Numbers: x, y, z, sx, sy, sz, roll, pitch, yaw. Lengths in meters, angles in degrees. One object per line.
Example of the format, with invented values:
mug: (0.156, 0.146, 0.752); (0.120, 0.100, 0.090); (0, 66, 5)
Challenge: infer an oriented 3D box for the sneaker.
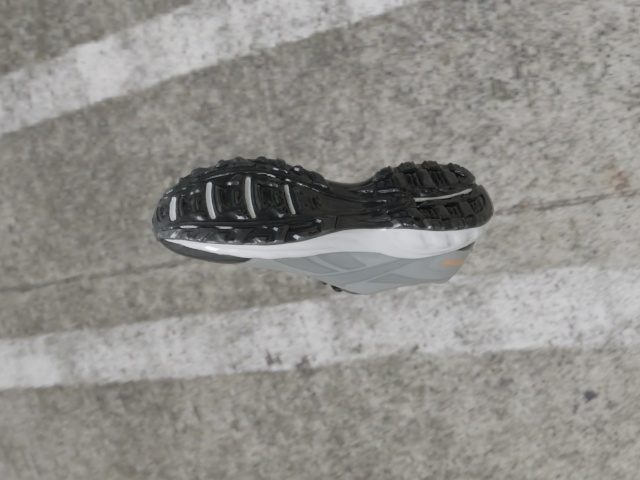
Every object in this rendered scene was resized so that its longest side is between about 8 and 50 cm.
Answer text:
sneaker: (0.000, 0.000, 0.954); (0.100, 0.271, 0.108); (-100, 17, -44)
